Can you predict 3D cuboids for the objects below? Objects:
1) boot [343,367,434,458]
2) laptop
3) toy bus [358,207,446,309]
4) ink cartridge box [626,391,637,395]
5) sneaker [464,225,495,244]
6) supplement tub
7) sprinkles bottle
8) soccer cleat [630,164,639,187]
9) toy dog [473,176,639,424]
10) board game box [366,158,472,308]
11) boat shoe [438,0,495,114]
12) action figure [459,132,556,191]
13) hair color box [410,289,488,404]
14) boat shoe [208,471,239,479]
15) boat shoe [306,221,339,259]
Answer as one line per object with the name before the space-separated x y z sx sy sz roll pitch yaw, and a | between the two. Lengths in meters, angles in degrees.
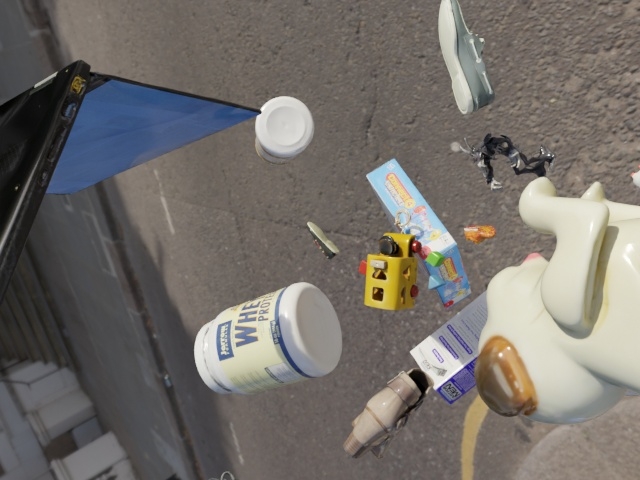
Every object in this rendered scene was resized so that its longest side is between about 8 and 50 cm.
boot | 0.066 0.150 0.459 0.042 0.118 0.087 43 97 18
laptop | -0.300 -0.002 0.553 0.382 0.408 0.236 -15 144 27
toy bus | 0.153 0.057 1.142 0.191 0.104 0.202 -50 60 29
ink cartridge box | 0.656 0.199 1.160 0.091 0.308 0.385 21 147 -10
sneaker | 0.589 -0.019 1.891 0.175 0.064 0.067 -162 56 -78
supplement tub | -0.135 0.260 1.325 0.325 0.235 0.235 -22 94 26
sprinkles bottle | -0.094 -0.245 1.219 0.355 0.121 0.121 -150 39 -81
soccer cleat | 0.919 -0.217 1.377 0.076 0.068 0.196 48 133 29
toy dog | 0.375 0.092 0.596 0.408 0.284 0.395 -28 80 48
board game box | 0.263 -0.013 1.360 0.308 0.086 0.302 62 -174 34
boat shoe | 0.406 -0.518 1.439 0.116 0.099 0.319 -112 7 -85
action figure | 0.573 -0.244 1.600 0.276 0.141 0.164 9 151 1
hair color box | 0.465 0.321 1.596 0.110 0.339 0.185 48 -174 -29
boat shoe | -0.227 0.656 1.215 0.187 0.500 0.156 -91 -3 -50
boat shoe | -0.001 0.000 1.567 0.133 0.049 0.042 48 117 10
